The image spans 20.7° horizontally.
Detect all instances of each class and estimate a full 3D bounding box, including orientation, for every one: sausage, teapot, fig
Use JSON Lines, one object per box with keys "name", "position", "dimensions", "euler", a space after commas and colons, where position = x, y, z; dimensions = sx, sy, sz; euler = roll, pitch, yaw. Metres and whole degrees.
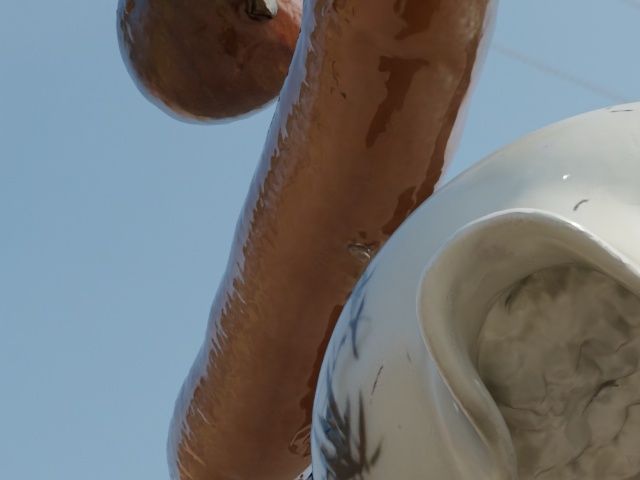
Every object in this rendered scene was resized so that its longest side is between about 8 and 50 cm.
{"name": "sausage", "position": [0.000, 0.000, 0.851], "dimensions": [0.094, 0.094, 0.419], "euler": [-30, -29, -40]}
{"name": "teapot", "position": [0.116, 0.073, 0.532], "dimensions": [0.208, 0.166, 0.299], "euler": [-40, -69, 3]}
{"name": "fig", "position": [-0.098, -0.207, 1.582], "dimensions": [0.205, 0.205, 0.205], "euler": [-8, -36, -6]}
